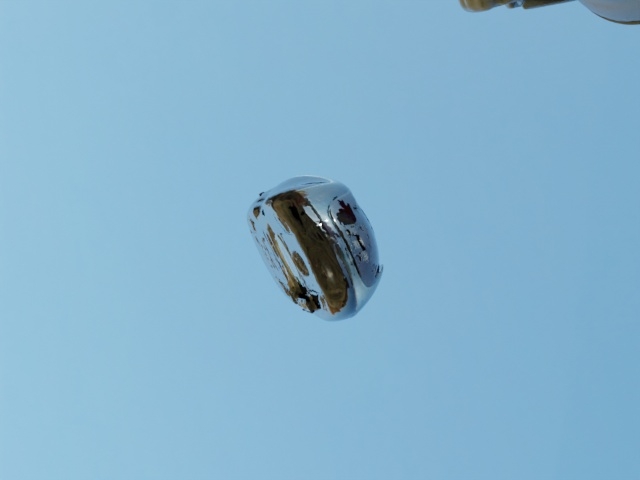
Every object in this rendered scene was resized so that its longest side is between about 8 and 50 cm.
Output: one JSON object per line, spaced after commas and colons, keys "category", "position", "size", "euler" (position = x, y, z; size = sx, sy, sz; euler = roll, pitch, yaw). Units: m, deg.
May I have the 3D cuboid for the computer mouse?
{"category": "computer mouse", "position": [0.000, 0.000, 1.327], "size": [0.233, 0.096, 0.137], "euler": [-158, -134, -73]}

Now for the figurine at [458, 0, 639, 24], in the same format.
{"category": "figurine", "position": [0.320, -0.307, 1.383], "size": [0.342, 0.285, 0.167], "euler": [-40, -96, 23]}
